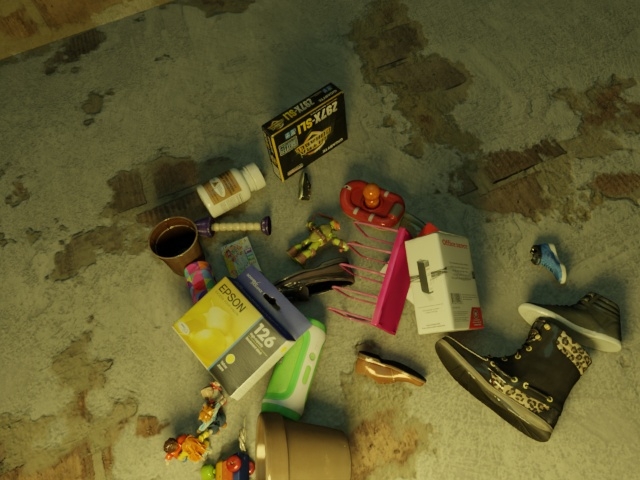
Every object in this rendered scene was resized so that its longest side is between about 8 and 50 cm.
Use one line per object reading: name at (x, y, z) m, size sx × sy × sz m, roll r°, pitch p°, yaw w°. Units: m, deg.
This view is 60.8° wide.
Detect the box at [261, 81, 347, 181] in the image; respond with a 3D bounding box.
box at (-0.050, -0.397, 2.015) m, size 0.322 × 0.257 × 0.079 m, roll -35°, pitch 60°, yaw -15°

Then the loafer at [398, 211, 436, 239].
loafer at (0.360, 0.005, 1.816) m, size 0.251 × 0.094 × 0.087 m, roll 40°, pitch 101°, yaw 28°

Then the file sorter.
file sorter at (0.159, 0.110, 1.651) m, size 0.182 × 0.202 × 0.291 m, roll 13°, pitch 79°, yaw 26°

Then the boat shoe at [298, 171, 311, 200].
boat shoe at (-0.058, -0.200, 2.020) m, size 0.042 × 0.049 × 0.133 m, roll 13°, pitch 49°, yaw -17°

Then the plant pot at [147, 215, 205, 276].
plant pot at (-0.477, 0.032, 1.856) m, size 0.167 × 0.165 × 0.167 m, roll -3°, pitch 57°, yaw 5°

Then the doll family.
doll family at (-0.323, 0.525, 1.523) m, size 0.118 × 0.163 × 0.263 m, roll 23°, pitch 64°, yaw 21°

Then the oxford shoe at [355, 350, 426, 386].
oxford shoe at (0.205, 0.393, 1.603) m, size 0.212 × 0.076 × 0.076 m, roll 16°, pitch 91°, yaw 15°

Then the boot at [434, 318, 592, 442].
boot at (0.545, 0.336, 1.538) m, size 0.377 × 0.138 × 0.284 m, roll 38°, pitch 71°, yaw 23°

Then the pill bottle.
pill bottle at (-0.324, -0.191, 1.996) m, size 0.229 × 0.131 × 0.131 m, roll -30°, pitch 59°, yaw -11°

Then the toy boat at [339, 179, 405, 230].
toy boat at (0.176, -0.143, 1.884) m, size 0.231 × 0.151 × 0.151 m, roll 23°, pitch 63°, yaw 21°

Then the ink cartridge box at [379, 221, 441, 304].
ink cartridge box at (0.329, 0.078, 1.729) m, size 0.189 × 0.066 × 0.232 m, roll 42°, pitch 102°, yaw 28°

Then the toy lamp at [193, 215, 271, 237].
toy lamp at (-0.316, -0.051, 1.938) m, size 0.274 × 0.080 × 0.080 m, roll -3°, pitch 58°, yaw 6°

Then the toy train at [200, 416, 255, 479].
toy train at (-0.264, 0.624, 1.500) m, size 0.143 × 0.105 × 0.248 m, roll -15°, pitch 56°, yaw 14°

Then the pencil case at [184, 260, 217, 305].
pencil case at (-0.380, 0.182, 1.790) m, size 0.104 × 0.104 × 0.236 m, roll -21°, pitch 56°, yaw -5°

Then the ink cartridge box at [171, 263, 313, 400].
ink cartridge box at (-0.235, 0.253, 1.611) m, size 0.307 × 0.072 × 0.303 m, roll -45°, pitch 62°, yaw -7°

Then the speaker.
speaker at (-0.075, 0.378, 1.605) m, size 0.131 × 0.131 × 0.296 m, roll 11°, pitch 60°, yaw 14°

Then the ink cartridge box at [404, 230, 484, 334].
ink cartridge box at (0.356, 0.125, 1.564) m, size 0.114 × 0.197 × 0.273 m, roll -16°, pitch 74°, yaw 39°

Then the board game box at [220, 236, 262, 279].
board game box at (-0.275, 0.070, 1.886) m, size 0.103 × 0.026 × 0.154 m, roll -23°, pitch 58°, yaw -7°

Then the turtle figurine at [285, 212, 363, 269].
turtle figurine at (0.000, 0.000, 1.835) m, size 0.217 × 0.087 × 0.269 m, roll -42°, pitch 48°, yaw -13°

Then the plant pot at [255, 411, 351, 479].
plant pot at (-0.047, 0.581, 1.427) m, size 0.229 × 0.263 × 0.263 m, roll 2°, pitch 56°, yaw -14°

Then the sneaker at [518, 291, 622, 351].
sneaker at (0.743, 0.212, 1.616) m, size 0.295 × 0.104 × 0.147 m, roll 20°, pitch 61°, yaw 12°

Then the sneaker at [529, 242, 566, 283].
sneaker at (0.714, 0.074, 1.726) m, size 0.084 × 0.058 × 0.152 m, roll -4°, pitch 53°, yaw -1°

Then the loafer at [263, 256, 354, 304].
loafer at (-0.034, 0.147, 1.761) m, size 0.302 × 0.109 × 0.095 m, roll -22°, pitch 62°, yaw -10°
